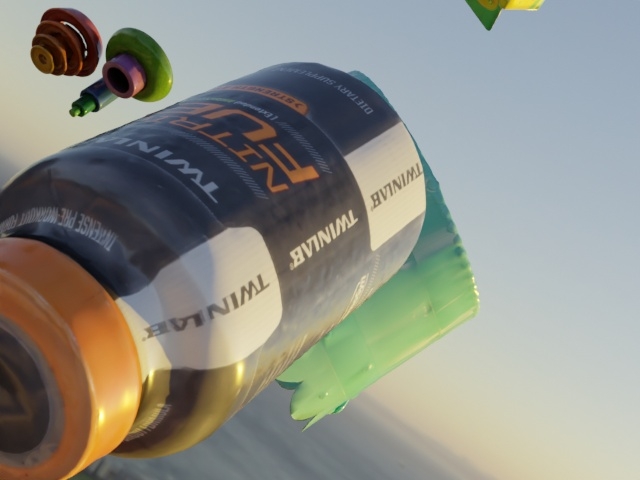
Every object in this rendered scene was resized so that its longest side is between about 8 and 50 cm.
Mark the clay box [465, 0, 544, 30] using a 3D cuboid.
[{"bbox_3d":[0.190,-0.310,1.002,0.053,0.222,0.127,-9,57,-34],"label":"clay box"}]

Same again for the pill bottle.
[{"bbox_3d":[-0.057,0.009,0.483,0.130,0.130,0.246,33,32,13],"label":"pill bottle"}]

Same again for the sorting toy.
[{"bbox_3d":[-0.145,-0.108,0.707,0.102,0.042,0.061,24,-44,21],"label":"sorting toy"}]

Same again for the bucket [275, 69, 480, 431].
[{"bbox_3d":[0.000,0.000,0.955,0.281,0.183,0.281,63,-5,11],"label":"bucket"}]
